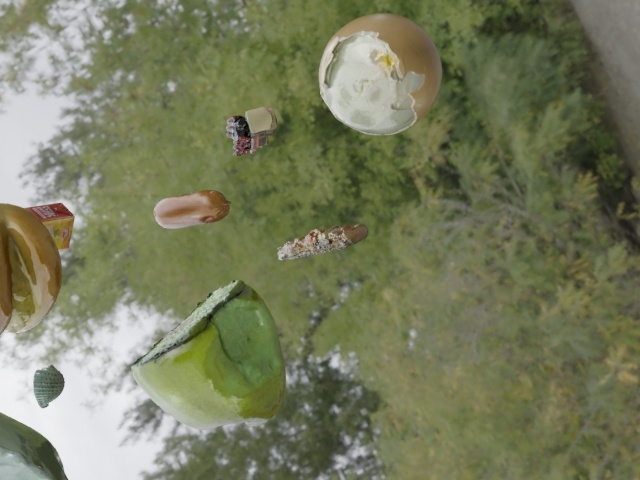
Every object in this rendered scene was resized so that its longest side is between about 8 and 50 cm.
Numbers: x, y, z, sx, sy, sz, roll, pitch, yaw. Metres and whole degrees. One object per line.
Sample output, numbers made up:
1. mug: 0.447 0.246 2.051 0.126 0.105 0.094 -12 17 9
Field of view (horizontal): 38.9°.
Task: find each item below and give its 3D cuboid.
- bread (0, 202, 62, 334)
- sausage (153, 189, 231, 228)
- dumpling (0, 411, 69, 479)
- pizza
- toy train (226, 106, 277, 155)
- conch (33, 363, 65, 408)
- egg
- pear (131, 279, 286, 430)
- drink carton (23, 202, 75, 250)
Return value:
1. bread: -0.585 0.072 1.510 0.270 0.315 0.211 20 -131 -33
2. sausage: -0.227 -0.052 1.557 0.054 0.183 0.062 -35 -66 -52
3. dumpling: -0.367 0.318 1.020 0.270 0.212 0.320 50 167 -15
4. pizza: 0.000 0.000 1.848 0.185 0.195 0.052 -22 -84 -75
5. toy train: -0.124 -0.195 1.641 0.138 0.087 0.050 114 140 -77
6. conch: -0.553 0.296 1.852 0.076 0.056 0.085 45 -151 -73
7. egg: 0.104 -0.278 1.507 0.201 0.201 0.244 60 -154 -11
8. pear: -0.171 0.235 1.671 0.292 0.159 0.292 15 -111 -43
9. drink carton: -0.677 -0.018 2.053 0.223 0.096 0.071 -14 -137 -44
